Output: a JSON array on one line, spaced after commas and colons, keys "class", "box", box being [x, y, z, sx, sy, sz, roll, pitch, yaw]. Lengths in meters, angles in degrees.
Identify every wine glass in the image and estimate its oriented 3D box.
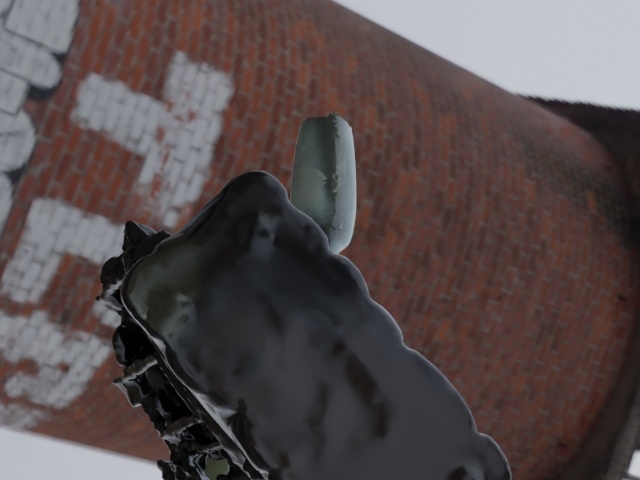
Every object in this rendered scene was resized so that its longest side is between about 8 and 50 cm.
[{"class": "wine glass", "box": [0.000, 0.000, 1.102, 0.074, 0.074, 0.262, -32, -134, 44]}]

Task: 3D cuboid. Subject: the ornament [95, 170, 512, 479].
[{"class": "ornament", "box": [-0.047, 0.099, 0.709, 0.106, 0.251, 0.260, -42, -170, -28]}]

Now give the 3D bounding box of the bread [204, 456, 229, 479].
[{"class": "bread", "box": [-0.074, 0.140, 1.256, 0.267, 0.040, 0.267, -60, -172, 13]}]
